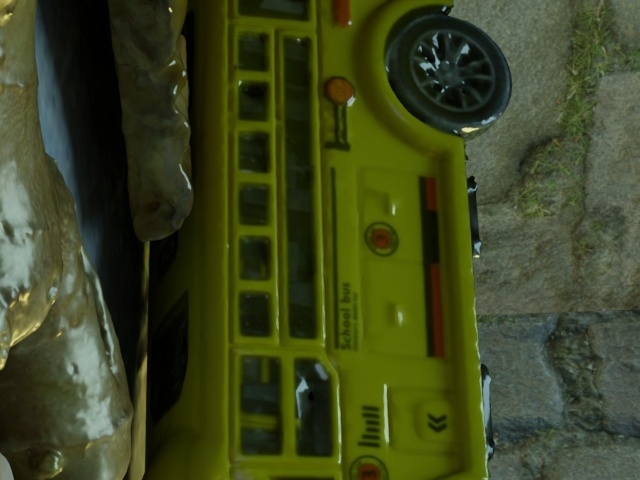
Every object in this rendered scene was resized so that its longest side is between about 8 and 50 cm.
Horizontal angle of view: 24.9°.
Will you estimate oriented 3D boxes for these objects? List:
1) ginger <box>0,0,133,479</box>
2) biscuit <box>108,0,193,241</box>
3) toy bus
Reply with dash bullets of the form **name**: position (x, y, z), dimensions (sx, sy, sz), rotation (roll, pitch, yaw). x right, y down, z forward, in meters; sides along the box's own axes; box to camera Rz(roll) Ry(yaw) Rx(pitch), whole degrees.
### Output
- **ginger**: position (-0.088, -0.029, 0.367), dimensions (0.089, 0.075, 0.288), rotation (-79, 170, -46)
- **biscuit**: position (-0.071, -0.122, 0.568), dimensions (0.144, 0.033, 0.224), rotation (-106, -168, -61)
- **toy bus**: position (-0.002, 0.044, 0.638), dimensions (0.144, 0.152, 0.330), rotation (133, -40, -59)
